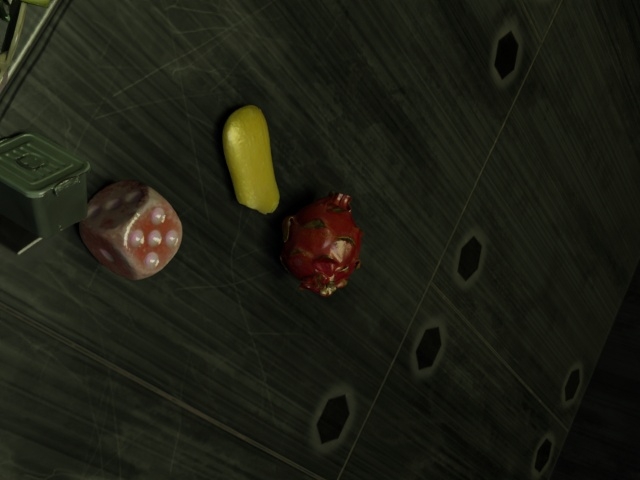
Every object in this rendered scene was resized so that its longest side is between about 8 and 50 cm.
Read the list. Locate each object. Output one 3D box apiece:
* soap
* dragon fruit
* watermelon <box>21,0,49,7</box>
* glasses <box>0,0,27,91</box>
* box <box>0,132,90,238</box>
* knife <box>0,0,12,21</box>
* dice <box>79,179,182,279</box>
[{"bbox_3d":[-0.101,-0.111,1.372,0.089,0.033,0.168,-33,127,-39],"label":"soap"},{"bbox_3d":[0.000,0.000,1.474,0.133,0.136,0.166,19,77,-12],"label":"dragon fruit"},{"bbox_3d":[-0.293,-0.345,0.924,0.137,0.145,0.193,-23,151,-6],"label":"watermelon"},{"bbox_3d":[-0.390,-0.196,0.921,0.220,0.088,0.189,29,84,-51],"label":"glasses"},{"bbox_3d":[-0.313,-0.060,1.056,0.084,0.122,0.069,-35,141,-38],"label":"box"},{"bbox_3d":[-0.334,-0.333,1.009,0.030,0.014,0.207,-20,119,-46],"label":"knife"},{"bbox_3d":[-0.235,-0.013,1.187,0.091,0.093,0.094,-50,138,-27],"label":"dice"}]
